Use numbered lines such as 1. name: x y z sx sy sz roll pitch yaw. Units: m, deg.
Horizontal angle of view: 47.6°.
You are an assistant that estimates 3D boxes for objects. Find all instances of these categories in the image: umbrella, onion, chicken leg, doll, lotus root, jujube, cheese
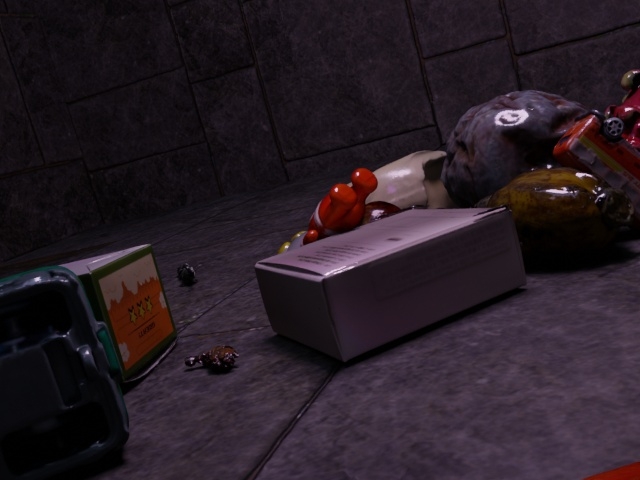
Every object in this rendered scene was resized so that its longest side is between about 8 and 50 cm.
1. umbrella: -0.264 0.068 1.435 0.044 0.044 0.269 -44 7 -11
2. onion: 0.087 -0.004 1.070 0.119 0.118 0.117 -16 13 -4
3. chicken leg: -0.123 0.136 0.842 0.083 0.021 0.036 -6 23 45
4. doll: 0.000 0.000 1.019 0.142 0.076 0.245 -38 -11 -44
5. lotus root: 0.280 -0.029 0.899 0.120 0.120 0.210 -23 16 -38
6. jujube: 0.303 -0.120 1.109 0.226 0.225 0.317 -15 4 2
7. cheese: 0.124 -0.067 1.277 0.233 0.127 0.266 -20 1 35

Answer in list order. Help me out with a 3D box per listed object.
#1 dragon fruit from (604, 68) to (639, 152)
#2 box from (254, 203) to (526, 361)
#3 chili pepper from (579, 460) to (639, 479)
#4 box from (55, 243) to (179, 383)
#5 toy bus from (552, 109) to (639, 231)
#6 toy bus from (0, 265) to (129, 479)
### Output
1. dragon fruit: 0.568 -0.170 1.087 0.273 0.198 0.218 11 -13 16
2. box: 0.076 0.036 0.854 0.252 0.106 0.203 -18 11 -24
3. chili pepper: 0.143 0.132 0.294 0.192 0.084 0.086 -14 -23 -8
4. box: -0.313 0.108 0.918 0.195 0.148 0.177 -13 7 11
5. toy bus: 0.377 -0.082 0.914 0.077 0.174 0.079 -46 0 -1
6. toy bus: -0.361 0.149 0.657 0.344 0.183 0.199 -18 7 -20
